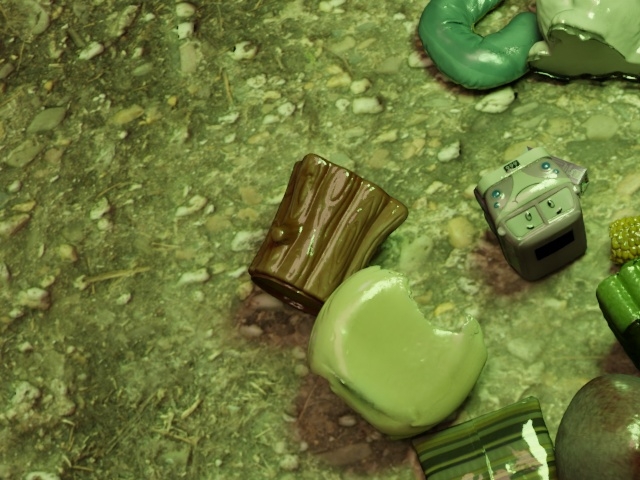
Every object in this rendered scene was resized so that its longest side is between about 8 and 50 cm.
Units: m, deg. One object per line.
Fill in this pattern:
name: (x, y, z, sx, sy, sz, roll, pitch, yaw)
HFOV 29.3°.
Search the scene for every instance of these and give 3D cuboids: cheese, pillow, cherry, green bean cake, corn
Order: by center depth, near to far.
cherry: (0.429, 0.298, 1.746, 0.184, 0.266, 0.213, 6, 86, 7)
green bean cake: (0.525, 0.096, 1.813, 0.200, 0.214, 0.113, -27, 54, 6)
pillow: (0.265, 0.361, 1.855, 0.208, 0.052, 0.212, -20, 61, 4)
corn: (0.607, -0.002, 1.902, 0.310, 0.101, 0.101, 4, 66, 21)
cheese: (0.116, 0.173, 1.913, 0.266, 0.127, 0.233, 43, 80, 1)
pillow: (0.291, -0.376, 2.202, 0.214, 0.086, 0.233, -37, 61, -8)

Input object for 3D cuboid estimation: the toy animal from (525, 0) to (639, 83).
toy animal: (0.477, -0.458, 2.115, 0.258, 0.194, 0.357, 19, 70, -14)

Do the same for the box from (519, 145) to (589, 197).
box: (0.392, -0.116, 2.056, 0.117, 0.050, 0.036, 26, 73, 25)

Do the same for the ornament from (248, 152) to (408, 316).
ornament: (0.000, 0.000, 2.035, 0.235, 0.221, 0.217, 18, 75, 34)

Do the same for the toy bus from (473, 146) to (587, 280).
toy bus: (0.341, -0.041, 1.947, 0.142, 0.202, 0.142, -28, 61, 3)
